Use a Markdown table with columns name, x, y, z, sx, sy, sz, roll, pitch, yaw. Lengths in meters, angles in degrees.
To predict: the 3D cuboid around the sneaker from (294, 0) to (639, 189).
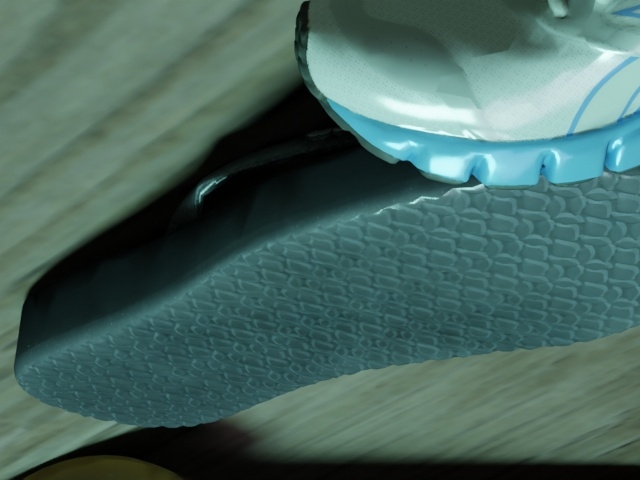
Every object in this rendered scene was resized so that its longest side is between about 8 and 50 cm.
| name | x | y | z | sx | sy | sz | roll | pitch | yaw |
| --- | --- | --- | --- | --- | --- | --- | --- | --- | --- |
| sneaker | 0.088 | -0.065 | 0.422 | 0.191 | 0.071 | 0.083 | -7 | 138 | 0 |

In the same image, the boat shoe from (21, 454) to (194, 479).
| name | x | y | z | sx | sy | sz | roll | pitch | yaw |
| --- | --- | --- | --- | --- | --- | --- | --- | --- | --- |
| boat shoe | -0.102 | 0.132 | 0.747 | 0.207 | 0.073 | 0.073 | -17 | 151 | 37 |

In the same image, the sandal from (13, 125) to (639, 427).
| name | x | y | z | sx | sy | sz | roll | pitch | yaw |
| --- | --- | --- | --- | --- | --- | --- | --- | --- | --- |
| sandal | -0.001 | 0.000 | 0.540 | 0.097 | 0.054 | 0.254 | 25 | 151 | -38 |
